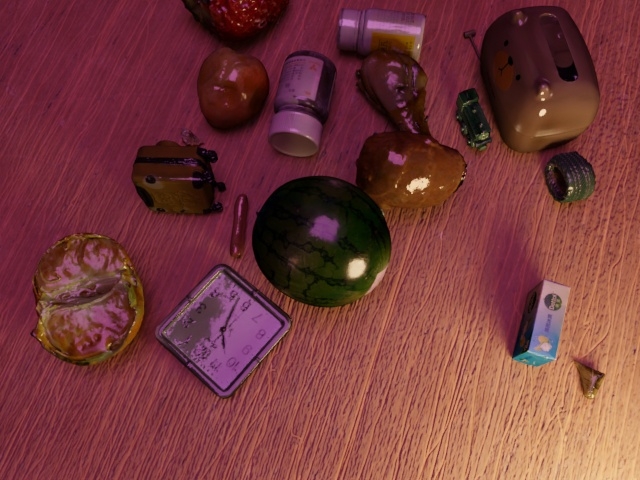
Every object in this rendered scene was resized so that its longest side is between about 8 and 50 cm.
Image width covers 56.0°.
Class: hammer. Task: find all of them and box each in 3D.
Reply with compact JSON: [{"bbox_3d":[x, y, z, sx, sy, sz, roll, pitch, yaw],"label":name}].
[{"bbox_3d":[0.485,-0.613,1.891,0.036,0.019,0.110,-17,73,-4],"label":"hammer"}]

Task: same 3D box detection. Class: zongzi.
[{"bbox_3d":[0.672,0.356,1.538,0.083,0.040,0.076,27,80,22],"label":"zongzi"}]

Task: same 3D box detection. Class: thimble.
[{"bbox_3d":[0.695,-0.174,1.679,0.090,0.118,0.135,-11,55,-7],"label":"thimble"}]

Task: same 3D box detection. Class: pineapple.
[{"bbox_3d":[-0.393,-0.305,1.804,0.083,0.019,0.045,44,74,12],"label":"pineapple"}]

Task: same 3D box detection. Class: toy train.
[{"bbox_3d":[0.446,-0.348,1.751,0.071,0.111,0.170,-18,71,0],"label":"toy train"}]

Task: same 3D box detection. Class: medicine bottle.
[{"bbox_3d":[-0.053,-0.398,1.751,0.165,0.165,0.273,11,71,5],"label":"medicine bottle"},{"bbox_3d":[0.184,-0.633,1.840,0.258,0.143,0.143,10,71,5],"label":"medicine bottle"}]

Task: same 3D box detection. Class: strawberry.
[{"bbox_3d":[-0.253,-0.772,1.832,0.310,0.292,0.292,-41,74,-5],"label":"strawberry"}]

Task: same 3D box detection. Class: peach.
[{"bbox_3d":[-0.269,-0.441,1.765,0.214,0.214,0.235,27,91,10],"label":"peach"}]

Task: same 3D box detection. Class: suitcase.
[{"bbox_3d":[-0.393,-0.175,1.668,0.235,0.194,0.143,3,63,2],"label":"suitcase"}]

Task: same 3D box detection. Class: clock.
[{"bbox_3d":[-0.255,0.234,1.595,0.273,0.049,0.279,39,76,14],"label":"clock"}]

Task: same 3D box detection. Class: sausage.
[{"bbox_3d":[-0.230,-0.041,1.694,0.043,0.043,0.186,3,71,3],"label":"sausage"}]

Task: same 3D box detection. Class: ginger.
[{"bbox_3d":[0.222,-0.184,1.587,0.269,0.200,0.223,21,37,34],"label":"ginger"}]

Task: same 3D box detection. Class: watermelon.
[{"bbox_3d":[0.000,0.000,1.521,0.363,0.363,0.363,0,71,1],"label":"watermelon"}]

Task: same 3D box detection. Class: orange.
[{"bbox_3d":[-0.586,0.153,1.558,0.263,0.196,0.334,-27,67,8],"label":"orange"}]

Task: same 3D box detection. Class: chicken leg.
[{"bbox_3d":[0.244,-0.376,1.761,0.201,0.153,0.429,-22,79,7],"label":"chicken leg"}]

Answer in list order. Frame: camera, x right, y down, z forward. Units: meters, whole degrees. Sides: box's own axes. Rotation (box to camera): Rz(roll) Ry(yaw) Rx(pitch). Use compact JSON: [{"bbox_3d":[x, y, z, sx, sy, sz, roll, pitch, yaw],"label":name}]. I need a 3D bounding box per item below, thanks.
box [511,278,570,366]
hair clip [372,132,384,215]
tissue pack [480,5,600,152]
[{"bbox_3d":[0.562,0.214,1.534,0.073,0.139,0.194,18,72,8],"label":"box"},{"bbox_3d":[0.143,-0.195,1.739,0.083,0.048,0.275,0,70,6],"label":"hair clip"},{"bbox_3d":[0.618,-0.469,1.704,0.267,0.277,0.387,-8,72,-4],"label":"tissue pack"}]
